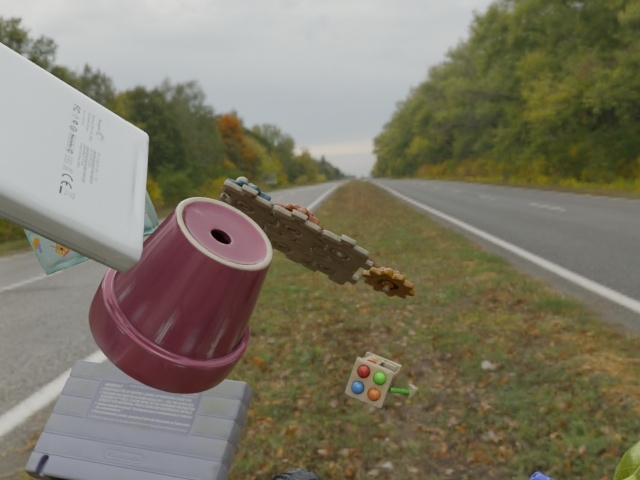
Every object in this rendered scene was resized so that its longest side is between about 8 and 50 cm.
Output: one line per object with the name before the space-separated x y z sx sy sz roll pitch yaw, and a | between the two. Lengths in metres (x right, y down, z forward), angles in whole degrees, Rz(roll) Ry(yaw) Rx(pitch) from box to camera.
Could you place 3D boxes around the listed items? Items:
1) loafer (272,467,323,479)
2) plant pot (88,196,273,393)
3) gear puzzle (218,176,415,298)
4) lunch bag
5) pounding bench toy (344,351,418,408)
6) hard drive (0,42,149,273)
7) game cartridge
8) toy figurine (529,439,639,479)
loafer | -0.022 0.355 0.745 0.076 0.223 0.078 -11 -1 43
plant pot | -0.156 0.056 0.878 0.201 0.180 0.201 28 27 -16
gear puzzle | 0.000 0.000 1.099 0.339 0.044 0.175 27 -23 -3
lunch bag | -0.499 -0.069 1.496 0.262 0.223 0.160 -22 8 -2
pounding bench toy | 0.084 0.190 0.941 0.083 0.052 0.065 20 5 16
hard drive | -0.309 -0.111 0.702 0.040 0.203 0.307 -37 -48 27
game cartridge | -0.313 0.333 1.257 0.355 0.068 0.230 4 49 17
toy figurine | 0.151 0.266 0.607 0.191 0.362 0.217 22 6 -40
